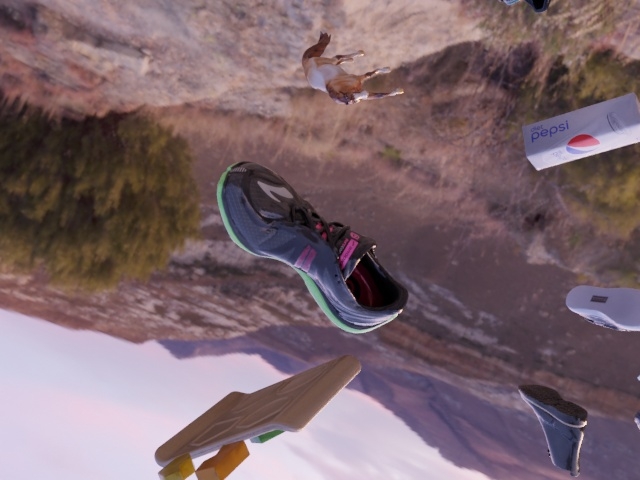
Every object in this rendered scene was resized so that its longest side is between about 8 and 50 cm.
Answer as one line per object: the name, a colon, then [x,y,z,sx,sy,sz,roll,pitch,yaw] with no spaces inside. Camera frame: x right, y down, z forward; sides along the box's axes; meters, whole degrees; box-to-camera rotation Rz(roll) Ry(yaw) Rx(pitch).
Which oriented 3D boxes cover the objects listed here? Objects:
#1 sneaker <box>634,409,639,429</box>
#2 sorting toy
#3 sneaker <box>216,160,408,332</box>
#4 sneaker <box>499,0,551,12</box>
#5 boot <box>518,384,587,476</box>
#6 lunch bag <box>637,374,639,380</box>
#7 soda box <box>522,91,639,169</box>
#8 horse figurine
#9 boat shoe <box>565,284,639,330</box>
sneaker: [0.474,0.355,0.902,0.283,0.122,0.110,62,-173,5]
sorting toy: [-0.096,0.241,0.884,0.229,0.041,0.307,-22,-177,29]
sneaker: [0.000,0.000,1.405,0.483,0.185,0.202,40,146,-24]
sneaker: [0.401,-0.575,1.484,0.302,0.121,0.108,7,-179,-32]
boot: [0.483,0.397,1.482,0.077,0.137,0.198,-2,-169,-13]
lunch bag: [0.554,0.161,0.828,0.223,0.262,0.160,50,-167,25]
soda box: [0.674,-0.276,1.788,0.286,0.098,0.091,-14,153,31]
horse figurine: [0.041,-0.337,1.413,0.263,0.174,0.066,45,144,36]
boat shoe: [0.577,0.142,1.349,0.076,0.080,0.228,38,167,-20]
